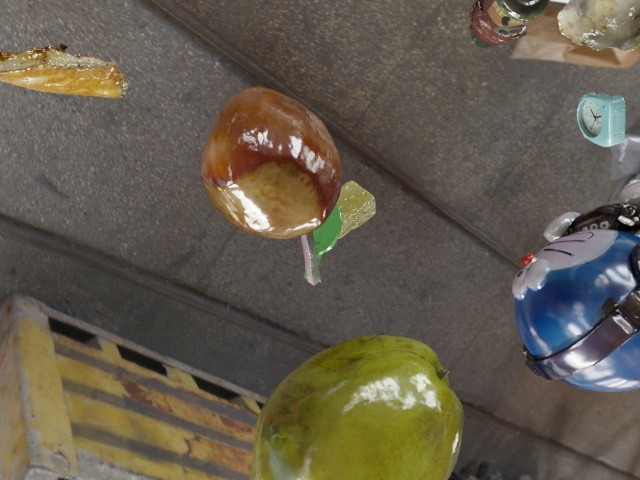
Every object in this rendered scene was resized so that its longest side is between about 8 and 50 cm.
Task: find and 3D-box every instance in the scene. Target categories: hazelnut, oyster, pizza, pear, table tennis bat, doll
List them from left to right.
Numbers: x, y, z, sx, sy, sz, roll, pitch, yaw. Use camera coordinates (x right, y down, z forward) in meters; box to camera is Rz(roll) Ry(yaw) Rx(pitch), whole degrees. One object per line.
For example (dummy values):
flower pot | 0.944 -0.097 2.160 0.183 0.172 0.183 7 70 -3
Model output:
pizza | -0.563 -0.372 1.333 0.365 0.182 0.074 -5 84 -50
hazelnut | -0.121 -0.183 1.485 0.365 0.366 0.366 -13 121 -23
table tennis bat | 0.000 0.000 1.878 0.039 0.160 0.257 15 93 -37
pear | 0.046 0.272 0.839 0.321 0.269 0.269 -39 128 4
doll | 0.410 0.075 0.878 0.310 0.240 0.284 -38 170 -39
oyster | 0.650 -0.507 1.138 0.396 0.204 0.111 -47 161 20

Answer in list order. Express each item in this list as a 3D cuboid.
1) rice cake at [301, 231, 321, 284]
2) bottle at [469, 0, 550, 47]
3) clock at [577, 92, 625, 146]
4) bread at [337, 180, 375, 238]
rice cake | -0.031 0.029 1.708 0.036 0.047 0.207 -26 121 -32
bottle | 0.460 -0.565 1.510 0.156 0.271 0.143 35 84 -2
clock | 0.603 -0.272 1.329 0.045 0.147 0.108 -16 117 -7
bread | 0.081 -0.099 2.051 0.196 0.138 0.102 -40 145 -15
